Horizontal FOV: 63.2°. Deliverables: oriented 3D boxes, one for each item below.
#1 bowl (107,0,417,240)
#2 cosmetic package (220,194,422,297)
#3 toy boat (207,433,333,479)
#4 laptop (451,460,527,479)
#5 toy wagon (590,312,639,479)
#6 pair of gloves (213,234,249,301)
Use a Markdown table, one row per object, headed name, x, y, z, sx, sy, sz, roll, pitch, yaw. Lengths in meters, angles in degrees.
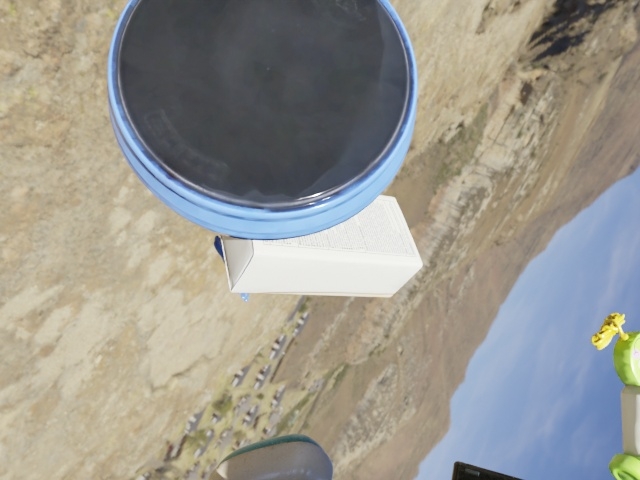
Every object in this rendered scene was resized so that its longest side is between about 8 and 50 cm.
| name | x | y | z | sx | sy | sz | roll | pitch | yaw |
| --- | --- | --- | --- | --- | --- | --- | --- | --- | --- |
| bowl | -0.065 | -0.196 | 0.643 | 0.391 | 0.391 | 0.077 | -56 | 179 | -14 |
| cosmetic package | 0.000 | 0.000 | 0.871 | 0.310 | 0.160 | 0.113 | 5 | 141 | -28 |
| toy boat | -0.088 | 0.518 | 1.109 | 0.148 | 0.268 | 0.318 | -100 | 168 | -52 |
| laptop | 0.426 | 0.738 | 1.054 | 0.408 | 0.382 | 0.236 | -59 | 154 | -51 |
| toy wagon | 0.510 | 0.251 | 0.727 | 0.267 | 0.344 | 0.068 | -39 | -174 | -23 |
| pair of gloves | -0.251 | 0.078 | 1.458 | 0.023 | 0.159 | 0.198 | -27 | 142 | -2 |
